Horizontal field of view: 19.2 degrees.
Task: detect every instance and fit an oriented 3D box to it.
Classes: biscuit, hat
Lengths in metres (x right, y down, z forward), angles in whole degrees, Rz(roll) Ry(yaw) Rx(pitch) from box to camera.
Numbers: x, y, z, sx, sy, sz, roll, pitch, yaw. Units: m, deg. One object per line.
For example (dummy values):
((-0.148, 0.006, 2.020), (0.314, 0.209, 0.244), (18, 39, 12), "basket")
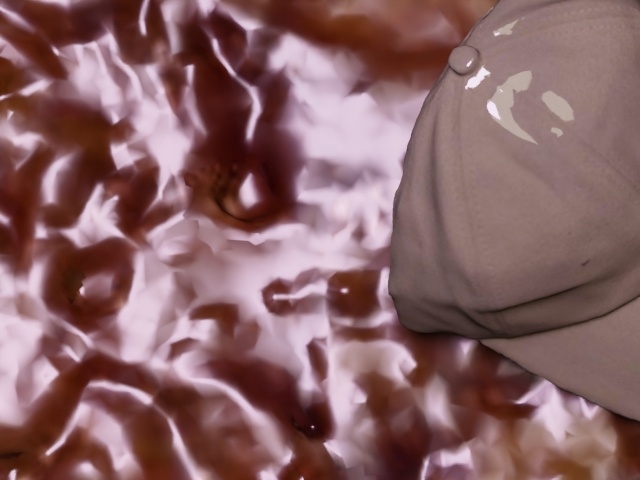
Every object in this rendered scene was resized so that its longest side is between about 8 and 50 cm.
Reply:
((0.000, 0.000, 0.869), (0.395, 0.166, 0.343), (-16, 81, -6), "biscuit")
((0.132, -0.011, 0.739), (0.173, 0.144, 0.166), (26, 84, 21), "hat")
